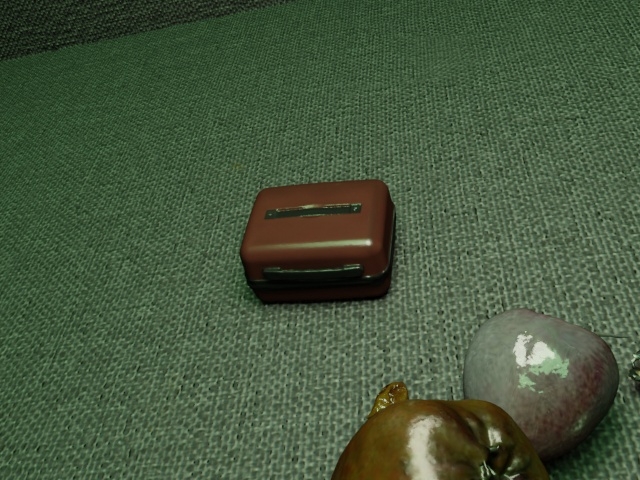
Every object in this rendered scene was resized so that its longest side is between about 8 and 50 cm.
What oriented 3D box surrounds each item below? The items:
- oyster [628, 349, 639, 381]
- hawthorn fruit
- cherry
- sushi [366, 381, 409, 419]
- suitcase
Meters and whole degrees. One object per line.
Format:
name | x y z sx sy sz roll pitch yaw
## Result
oyster | 0.604 0.174 0.973 0.259 0.092 0.198 -42 47 -13
hawthorn fruit | 0.129 0.343 0.820 0.267 0.301 0.268 24 39 -22
cherry | 0.318 0.203 0.956 0.213 0.183 0.266 14 54 44
sushi | 0.114 0.270 1.059 0.099 0.047 0.050 -26 52 -35
suitcase | 0.000 0.000 1.297 0.297 0.161 0.236 -3 45 14
